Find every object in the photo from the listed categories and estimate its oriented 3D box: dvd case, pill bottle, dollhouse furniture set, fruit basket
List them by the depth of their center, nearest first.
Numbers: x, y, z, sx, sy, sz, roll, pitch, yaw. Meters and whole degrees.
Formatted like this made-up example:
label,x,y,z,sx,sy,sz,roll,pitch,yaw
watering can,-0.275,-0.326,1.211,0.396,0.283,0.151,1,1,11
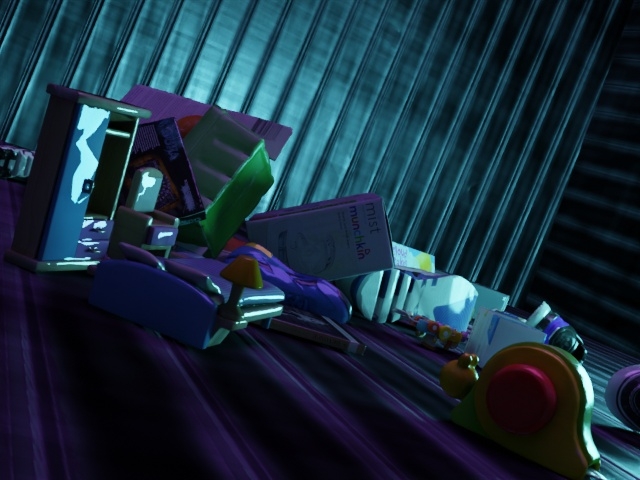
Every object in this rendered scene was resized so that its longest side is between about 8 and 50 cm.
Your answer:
label,x,y,z,sx,sy,sz,roll,pitch,yaw
dollhouse furniture set,-0.140,-0.026,1.005,0.303,0.198,0.286,20,7,21
dvd case,-0.064,0.099,1.188,0.221,0.018,0.164,17,2,-15
fruit basket,-0.267,-0.111,1.491,0.353,0.327,0.165,16,-34,30
pill bottle,0.439,0.205,2.168,0.120,0.067,0.067,21,3,36

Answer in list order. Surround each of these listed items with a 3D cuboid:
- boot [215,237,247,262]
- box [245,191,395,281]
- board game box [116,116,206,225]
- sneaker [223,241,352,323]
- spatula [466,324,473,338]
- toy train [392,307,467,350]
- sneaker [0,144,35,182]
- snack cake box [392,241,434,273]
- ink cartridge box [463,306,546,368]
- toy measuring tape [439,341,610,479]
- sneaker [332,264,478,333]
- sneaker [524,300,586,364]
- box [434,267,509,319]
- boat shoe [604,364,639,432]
label,x,y,z,sx,sy,sz,roll,pitch,yaw
boot,-0.209,-0.056,1.679,0.244,0.176,0.088,19,0,-42
box,0.000,0.000,1.557,0.231,0.127,0.262,-11,5,1
board game box,-0.255,-0.097,1.343,0.126,0.186,0.026,-14,-29,-12
sneaker,-0.055,0.079,1.341,0.209,0.069,0.082,29,38,14
spatula,0.349,0.212,1.950,0.242,0.019,0.168,20,8,43
toy train,0.183,0.157,1.544,0.125,0.046,0.166,19,-1,25
sneaker,-0.624,-0.160,1.902,0.234,0.078,0.106,14,8,-46
snack cake box,0.162,0.067,2.252,0.152,0.089,0.264,-6,-13,34
ink cartridge box,0.312,0.176,1.532,0.090,0.092,0.143,20,3,-4
toy measuring tape,0.269,0.179,0.880,0.330,0.121,0.121,21,3,31
sneaker,0.144,0.090,1.723,0.315,0.127,0.182,15,6,-38
sneaker,0.512,0.231,1.969,0.146,0.102,0.293,41,0,17
box,0.384,0.151,2.555,0.261,0.103,0.184,20,-1,-2
boat shoe,0.572,0.275,1.332,0.301,0.108,0.102,26,0,-10
